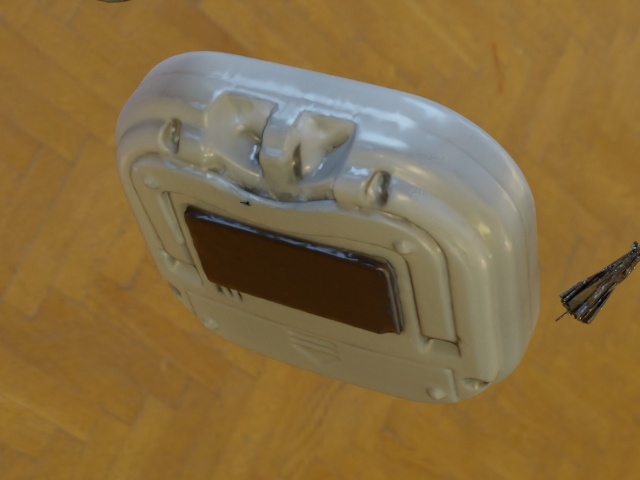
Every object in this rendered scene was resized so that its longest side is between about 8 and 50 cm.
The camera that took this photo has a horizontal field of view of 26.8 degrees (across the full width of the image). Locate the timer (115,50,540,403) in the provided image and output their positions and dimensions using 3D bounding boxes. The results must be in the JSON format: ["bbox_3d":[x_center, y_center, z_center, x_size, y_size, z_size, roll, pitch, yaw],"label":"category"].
[{"bbox_3d":[0.000,0.000,0.818,0.087,0.262,0.237,-62,155,-29],"label":"timer"}]

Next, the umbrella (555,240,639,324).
[{"bbox_3d":[0.203,0.032,0.973,0.083,0.031,0.020,-38,132,2],"label":"umbrella"}]

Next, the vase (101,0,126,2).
[{"bbox_3d":[-0.102,-0.176,0.698,0.053,0.101,0.053,11,52,-14],"label":"vase"}]
